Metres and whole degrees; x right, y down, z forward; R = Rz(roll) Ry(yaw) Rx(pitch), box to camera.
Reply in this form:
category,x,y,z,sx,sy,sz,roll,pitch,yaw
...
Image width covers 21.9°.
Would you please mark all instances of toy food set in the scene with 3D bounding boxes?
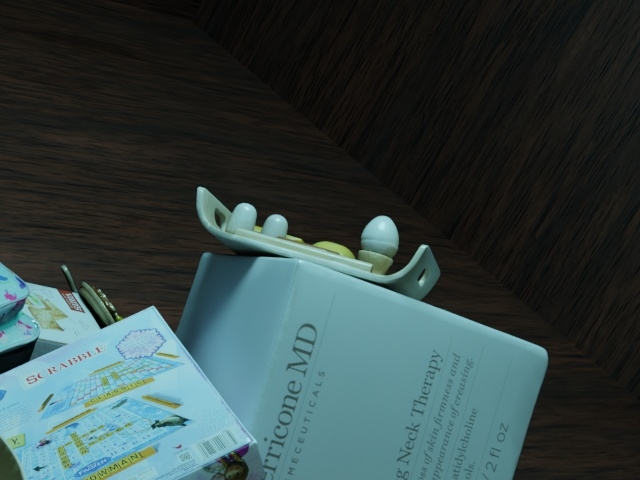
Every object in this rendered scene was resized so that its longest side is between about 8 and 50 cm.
category,x,y,z,sx,sy,sz,roll,pitch,yaw
toy food set,-0.320,0.114,2.491,0.192,0.038,0.132,44,-21,38
toy food set,0.000,0.000,2.176,0.306,0.092,0.220,16,-7,11

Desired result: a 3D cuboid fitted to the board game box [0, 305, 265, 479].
category,x,y,z,sx,sy,sz,roll,pitch,yaw
board game box,-0.274,0.240,1.956,0.319,0.066,0.318,-23,37,-16

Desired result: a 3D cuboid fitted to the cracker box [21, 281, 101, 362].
category,x,y,z,sx,sy,sz,roll,pitch,yaw
cracker box,-0.429,0.122,2.365,0.232,0.067,0.156,16,23,-39

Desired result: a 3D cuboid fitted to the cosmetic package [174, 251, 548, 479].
category,x,y,z,sx,sy,sz,roll,pitch,yaw
cosmetic package,0.020,0.231,2.184,0.394,0.329,0.327,20,-8,-26

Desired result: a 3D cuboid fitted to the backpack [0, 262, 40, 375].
category,x,y,z,sx,sy,sz,roll,pitch,yaw
backpack,-0.515,0.095,2.121,0.253,0.191,0.225,32,27,22

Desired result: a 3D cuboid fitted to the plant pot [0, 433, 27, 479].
category,x,y,z,sx,sy,sz,roll,pitch,yaw
plant pot,-0.467,0.281,1.677,0.284,0.191,0.284,27,17,-9
